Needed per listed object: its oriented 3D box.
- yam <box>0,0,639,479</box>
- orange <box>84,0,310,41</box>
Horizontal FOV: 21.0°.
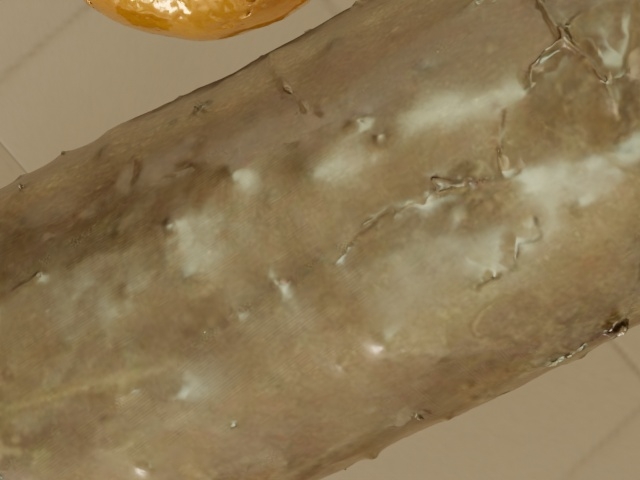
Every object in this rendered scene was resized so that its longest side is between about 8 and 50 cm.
[{"bbox_3d":[0.010,-0.004,0.522,0.238,0.128,0.129,-28,100,14],"label":"yam"},{"bbox_3d":[-0.079,-0.235,1.087,0.219,0.193,0.219,2,115,4],"label":"orange"}]
